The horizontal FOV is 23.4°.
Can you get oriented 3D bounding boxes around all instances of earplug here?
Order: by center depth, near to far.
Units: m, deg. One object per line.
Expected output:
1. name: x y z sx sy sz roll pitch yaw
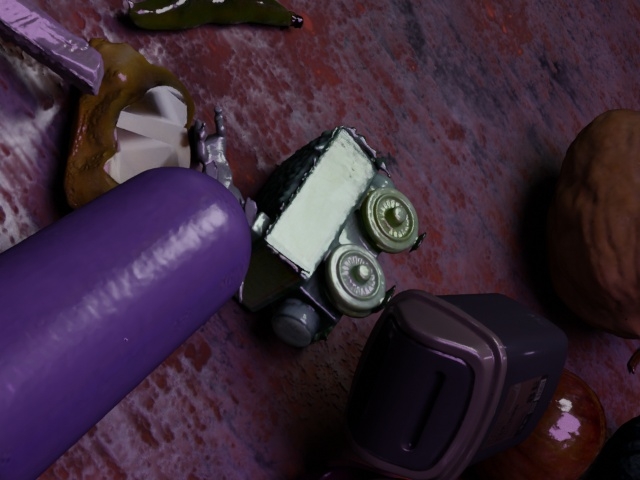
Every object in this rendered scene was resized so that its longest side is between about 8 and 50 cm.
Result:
1. earplug: -0.247 0.076 1.573 0.456 0.215 0.215 -39 105 -40

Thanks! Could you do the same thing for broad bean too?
1. broad bean: -0.131 -0.294 1.940 0.298 0.043 0.060 -8 93 -46

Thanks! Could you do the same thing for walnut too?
1. walnut: 0.470 -0.013 2.256 0.306 0.306 0.343 30 51 -34

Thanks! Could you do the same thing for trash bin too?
1. trash bin: 0.160 0.168 1.855 0.290 0.182 0.209 -4 120 -55

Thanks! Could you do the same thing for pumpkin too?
1. pumpkin: 0.528 0.364 2.217 0.248 0.248 0.248 15 67 -40

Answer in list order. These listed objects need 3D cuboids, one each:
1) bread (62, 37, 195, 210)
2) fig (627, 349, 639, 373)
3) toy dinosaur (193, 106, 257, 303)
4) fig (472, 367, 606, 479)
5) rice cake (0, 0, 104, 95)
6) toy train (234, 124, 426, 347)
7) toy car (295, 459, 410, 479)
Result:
1. bread: -0.211 -0.114 1.778 0.161 0.088 0.233 25 59 -32
2. fig: 0.573 0.173 2.433 0.201 0.146 0.133 1 68 -3
3. toy dinosaur: -0.114 -0.041 1.803 0.053 0.167 0.242 -11 82 -12
4. fig: 0.271 0.248 2.060 0.205 0.205 0.205 15 67 -40
5. rice cake: -0.343 -0.252 1.690 0.270 0.049 0.055 35 67 -17
6. toy train: 0.000 0.000 1.899 0.188 0.159 0.271 43 51 -13
7. toy car: 0.077 0.421 1.771 0.271 0.240 0.340 21 66 -40
